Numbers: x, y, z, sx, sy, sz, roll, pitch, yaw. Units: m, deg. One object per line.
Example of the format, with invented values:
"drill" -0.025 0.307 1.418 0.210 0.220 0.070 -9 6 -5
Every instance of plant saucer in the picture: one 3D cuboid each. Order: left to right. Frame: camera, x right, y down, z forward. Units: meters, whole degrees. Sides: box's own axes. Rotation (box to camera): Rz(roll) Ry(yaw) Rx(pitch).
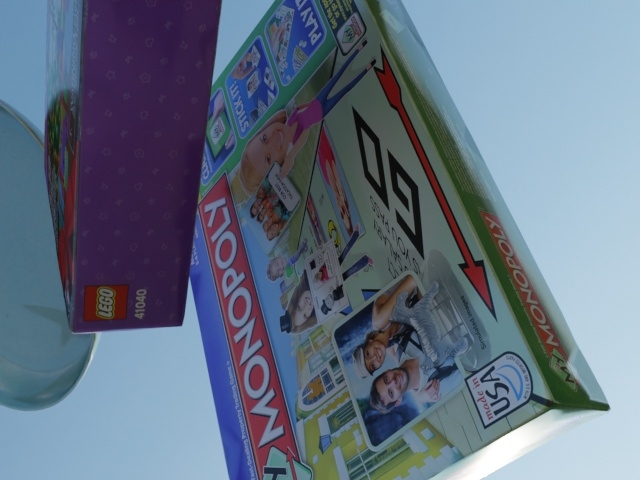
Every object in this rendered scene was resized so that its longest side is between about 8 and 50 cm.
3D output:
"plant saucer" -0.310 0.008 0.710 0.044 0.318 0.317 -26 -79 -53

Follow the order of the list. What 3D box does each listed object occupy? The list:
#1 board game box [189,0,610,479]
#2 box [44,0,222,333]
"board game box" 0.000 0.000 0.435 0.046 0.213 0.317 14 -135 -39
"box" -0.099 -0.131 0.364 0.057 0.201 0.293 -1 -61 -23
